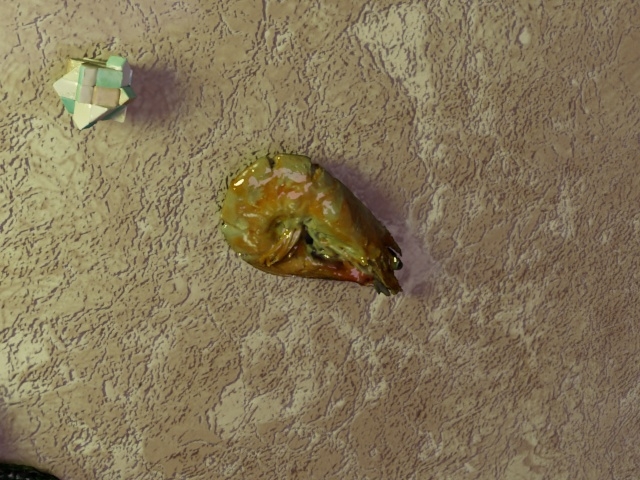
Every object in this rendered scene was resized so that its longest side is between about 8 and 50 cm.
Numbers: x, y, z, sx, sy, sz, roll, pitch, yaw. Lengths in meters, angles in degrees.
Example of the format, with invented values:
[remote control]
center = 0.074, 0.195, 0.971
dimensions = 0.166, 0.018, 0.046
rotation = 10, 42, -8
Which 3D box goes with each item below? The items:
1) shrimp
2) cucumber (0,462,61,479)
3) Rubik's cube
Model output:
[shrimp]
center = 0.000, 0.000, 1.618
dimensions = 0.294, 0.062, 0.154
rotation = 35, 105, -29
[cucumber]
center = -0.425, 0.276, 1.530
dimensions = 0.257, 0.043, 0.044
rotation = 12, 106, -28
[Rubik's cube]
center = -0.242, -0.160, 1.423
dimensions = 0.084, 0.073, 0.075
rotation = -16, 115, -22
